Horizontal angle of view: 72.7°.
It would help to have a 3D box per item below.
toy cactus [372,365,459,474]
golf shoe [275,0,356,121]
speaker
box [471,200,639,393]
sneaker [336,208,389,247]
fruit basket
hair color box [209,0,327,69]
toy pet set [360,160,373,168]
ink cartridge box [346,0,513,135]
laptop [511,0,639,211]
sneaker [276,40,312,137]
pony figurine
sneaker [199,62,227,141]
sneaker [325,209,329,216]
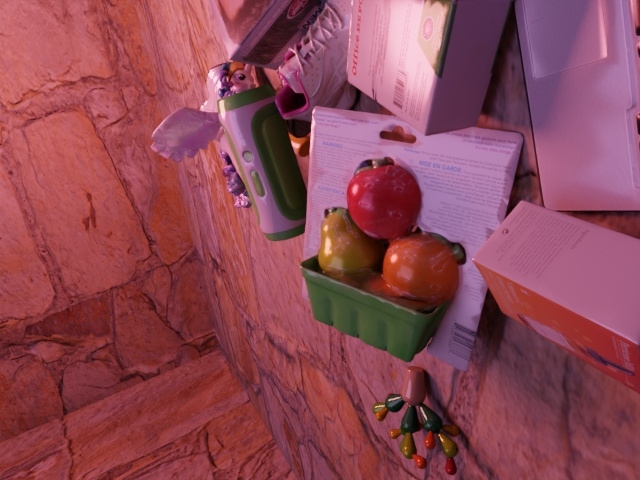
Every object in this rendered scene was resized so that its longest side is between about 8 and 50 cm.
[{"bbox_3d":[0.195,0.348,0.880,0.219,0.112,0.180,-168,80,-64],"label":"toy cactus"},{"bbox_3d":[0.011,-0.305,0.711,0.115,0.140,0.306,61,152,23],"label":"golf shoe"},{"bbox_3d":[-0.106,-0.153,0.884,0.131,0.131,0.296,20,133,59],"label":"speaker"},{"bbox_3d":[0.266,0.054,0.443,0.130,0.091,0.170,47,173,-38],"label":"box"},{"bbox_3d":[0.051,-0.058,0.869,0.222,0.083,0.118,59,153,20],"label":"sneaker"},{"bbox_3d":[0.111,-0.012,0.682,0.327,0.165,0.353,18,109,33],"label":"fruit basket"},{"bbox_3d":[-0.124,-0.522,0.764,0.185,0.114,0.374,-30,76,43],"label":"hair color box"},{"bbox_3d":[0.096,-0.106,0.764,0.114,0.065,0.122,49,147,38],"label":"toy pet set"},{"bbox_3d":[0.122,-0.252,0.563,0.208,0.087,0.153,-126,29,-43],"label":"ink cartridge box"},{"bbox_3d":[0.225,-0.173,0.258,0.408,0.236,0.382,8,114,62],"label":"laptop"},{"bbox_3d":[-0.068,-0.338,0.888,0.163,0.086,0.226,32,126,38],"label":"sneaker"},{"bbox_3d":[-0.209,-0.256,1.097,0.351,0.303,0.363,-48,55,26],"label":"pony figurine"},{"bbox_3d":[-0.288,-0.383,1.303,0.129,0.111,0.297,58,154,13],"label":"sneaker"},{"bbox_3d":[0.000,0.000,1.034,0.094,0.080,0.212,-121,24,-50],"label":"sneaker"}]
